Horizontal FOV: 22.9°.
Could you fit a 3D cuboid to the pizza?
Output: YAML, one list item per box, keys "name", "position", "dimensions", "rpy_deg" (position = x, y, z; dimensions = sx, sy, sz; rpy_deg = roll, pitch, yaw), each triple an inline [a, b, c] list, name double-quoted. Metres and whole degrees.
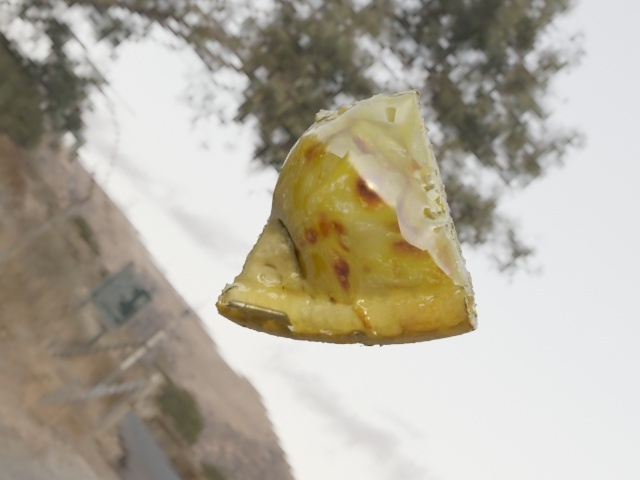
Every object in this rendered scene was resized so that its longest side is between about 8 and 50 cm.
- name: "pizza"
  position: [0.004, -0.009, 1.161]
  dimensions: [0.080, 0.204, 0.188]
  rpy_deg: [7, 73, -69]
